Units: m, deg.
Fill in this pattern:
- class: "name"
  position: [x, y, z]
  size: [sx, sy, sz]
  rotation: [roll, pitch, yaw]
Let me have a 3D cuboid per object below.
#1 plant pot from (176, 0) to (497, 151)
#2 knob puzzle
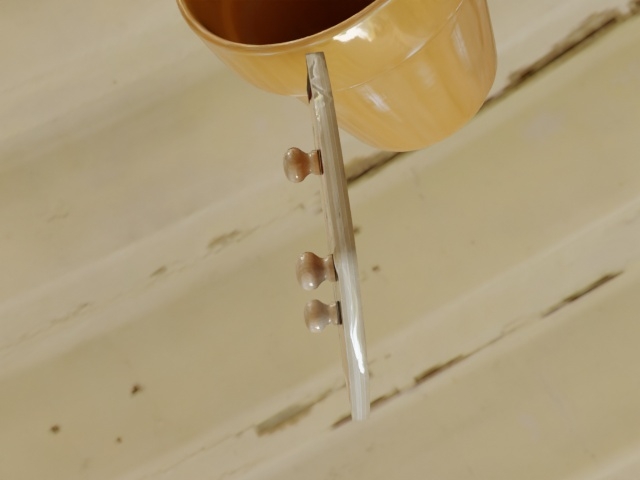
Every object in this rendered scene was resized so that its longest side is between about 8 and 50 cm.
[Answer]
- class: "plant pot"
  position: [0.033, -0.162, 0.813]
  size: [0.188, 0.205, 0.205]
  rotation: [46, -156, -51]
- class: "knob puzzle"
  position: [0.000, 0.000, 0.602]
  size: [0.213, 0.030, 0.213]
  rotation: [173, 90, -89]
